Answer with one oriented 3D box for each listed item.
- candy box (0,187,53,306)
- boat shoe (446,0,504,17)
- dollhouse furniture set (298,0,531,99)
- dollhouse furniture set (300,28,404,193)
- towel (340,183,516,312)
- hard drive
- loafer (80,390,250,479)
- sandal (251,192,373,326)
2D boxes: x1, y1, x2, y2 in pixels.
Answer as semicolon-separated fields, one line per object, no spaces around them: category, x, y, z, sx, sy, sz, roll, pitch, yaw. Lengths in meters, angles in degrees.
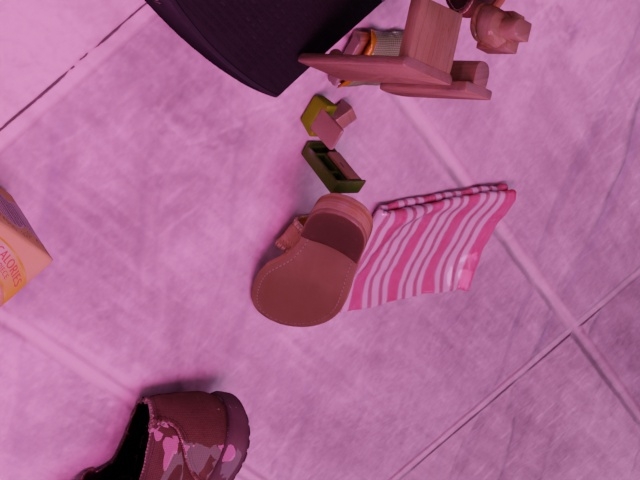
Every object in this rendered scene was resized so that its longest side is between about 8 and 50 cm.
candy box;-0.360;-0.007;1.331;0.183;0.087;0.316;-41;148;4
boat shoe;0.141;-0.282;1.526;0.073;0.073;0.207;-5;127;-33
dollhouse furniture set;0.089;-0.198;1.493;0.144;0.123;0.151;18;82;-43
dollhouse furniture set;0.038;-0.118;1.634;0.076;0.058;0.151;-2;133;-45
towel;0.110;0.009;1.901;0.197;0.029;0.144;-10;138;-38
hard drive;-0.047;-0.216;1.425;0.172;0.054;0.255;-42;149;4
loafer;-0.217;0.292;1.855;0.130;0.134;0.366;24;104;-31
sandal;0.006;0.003;1.734;0.079;0.088;0.240;-64;-176;-31
